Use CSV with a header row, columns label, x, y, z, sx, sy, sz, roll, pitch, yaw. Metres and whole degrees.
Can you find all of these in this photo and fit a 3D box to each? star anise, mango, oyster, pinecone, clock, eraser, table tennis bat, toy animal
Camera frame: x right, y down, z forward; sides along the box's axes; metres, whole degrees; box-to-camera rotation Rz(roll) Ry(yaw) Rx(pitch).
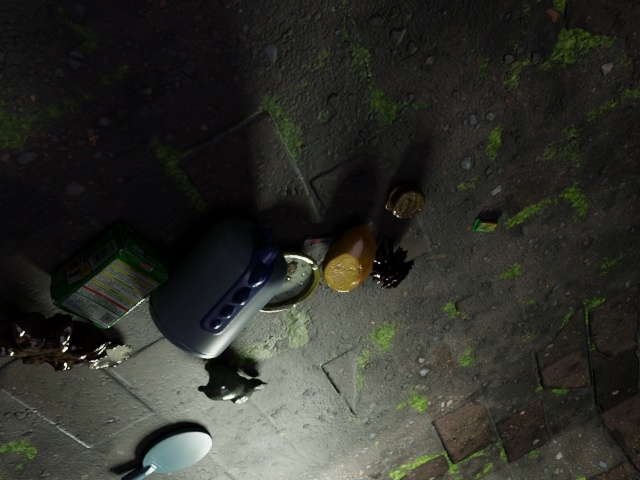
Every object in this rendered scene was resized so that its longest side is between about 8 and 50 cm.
label,x,y,z,sx,sy,sz,roll,pitch,yaw
star anise,-0.669,0.247,1.634,0.315,0.108,0.315,-5,157,-2
mango,0.083,0.040,1.881,0.141,0.102,0.217,13,125,-11
oyster,-0.584,0.316,1.838,0.146,0.045,0.122,-28,134,-11
pinecone,0.200,0.072,1.953,0.121,0.140,0.140,40,108,-11
clock,-0.116,0.105,1.870,0.237,0.057,0.237,-13,135,-13
eraser,0.000,0.000,1.857,0.099,0.019,0.027,-4,132,-22
table tennis bat,-0.517,0.729,2.258,0.329,0.044,0.215,-30,138,-1
toy animal,-0.263,0.458,2.076,0.236,0.138,0.108,32,77,-38

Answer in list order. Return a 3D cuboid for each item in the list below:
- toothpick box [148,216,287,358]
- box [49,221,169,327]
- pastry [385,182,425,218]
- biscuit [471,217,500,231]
label,x,y,z,sx,sy,sz,roll,pitch,yaw
toothpick box,-0.232,0.105,1.665,0.263,0.263,0.355,28,112,-41
box,-0.509,0.089,1.627,0.250,0.103,0.180,-37,135,11
pastry,0.234,-0.107,1.847,0.109,0.057,0.097,-25,135,-6
biscuit,0.509,-0.046,2.071,0.089,0.016,0.046,3,128,-29
